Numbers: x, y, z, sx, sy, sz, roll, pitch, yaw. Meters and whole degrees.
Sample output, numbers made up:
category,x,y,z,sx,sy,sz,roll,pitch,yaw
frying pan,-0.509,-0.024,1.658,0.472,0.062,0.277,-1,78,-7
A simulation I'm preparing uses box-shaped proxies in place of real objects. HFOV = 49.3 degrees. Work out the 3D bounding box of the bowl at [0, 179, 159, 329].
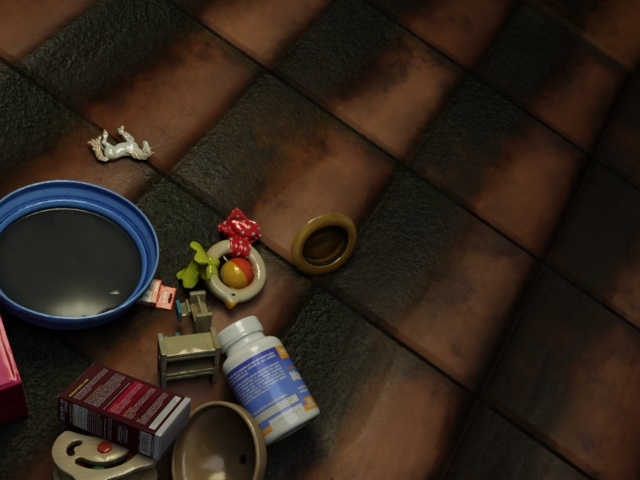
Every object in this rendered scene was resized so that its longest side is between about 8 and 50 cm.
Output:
category,x,y,z,sx,sy,sz,roll,pitch,yaw
bowl,-0.571,0.032,1.591,0.391,0.077,0.391,13,48,-15

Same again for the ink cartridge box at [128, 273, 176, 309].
category,x,y,z,sx,sy,sz,roll,pitch,yaw
ink cartridge box,-0.407,0.124,1.668,0.115,0.029,0.062,13,59,-11

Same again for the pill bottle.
category,x,y,z,sx,sy,sz,roll,pitch,yaw
pill bottle,-0.129,0.314,1.586,0.152,0.152,0.272,-23,73,-27

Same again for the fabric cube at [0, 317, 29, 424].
category,x,y,z,sx,sy,sz,roll,pitch,yaw
fabric cube,-0.742,0.247,1.359,0.258,0.259,0.254,-16,68,-26

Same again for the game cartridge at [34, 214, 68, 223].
category,x,y,z,sx,sy,sz,roll,pitch,yaw
game cartridge,-0.654,-0.031,1.678,0.083,0.017,0.056,6,65,-15

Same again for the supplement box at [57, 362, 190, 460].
category,x,y,z,sx,sy,sz,roll,pitch,yaw
supplement box,-0.408,0.353,1.454,0.239,0.073,0.130,18,28,13

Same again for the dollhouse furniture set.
category,x,y,z,sx,sy,sz,roll,pitch,yaw
dollhouse furniture set,-0.315,0.230,1.606,0.129,0.129,0.183,-5,41,-20

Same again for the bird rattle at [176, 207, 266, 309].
category,x,y,z,sx,sy,sz,roll,pitch,yaw
bird rattle,-0.225,0.058,1.738,0.207,0.143,0.253,53,47,0

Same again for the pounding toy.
category,x,y,z,sx,sy,sz,roll,pitch,yaw
pounding toy,-0.464,0.485,1.436,0.270,0.154,0.154,-13,39,-33

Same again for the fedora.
category,x,y,z,sx,sy,sz,roll,pitch,yaw
fedora,0.000,0.000,1.819,0.194,0.194,0.079,-14,31,-24

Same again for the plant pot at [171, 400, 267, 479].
category,x,y,z,sx,sy,sz,roll,pitch,yaw
plant pot,-0.195,0.464,1.482,0.110,0.237,0.237,25,46,-54

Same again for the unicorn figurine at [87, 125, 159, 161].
category,x,y,z,sx,sy,sz,roll,pitch,yaw
unicorn figurine,-0.512,-0.246,1.820,0.162,0.060,0.111,-26,73,-11
